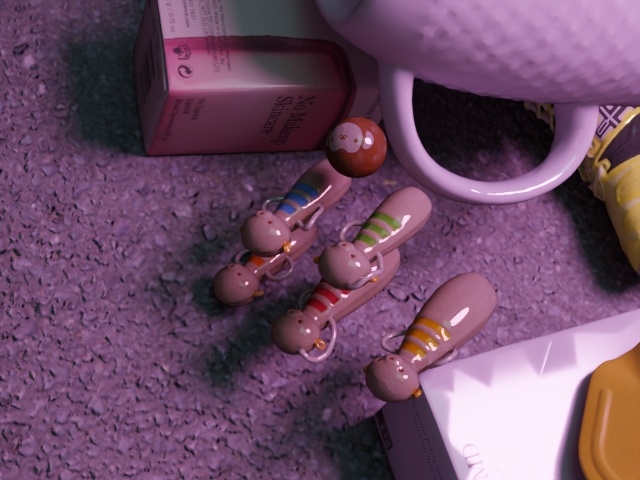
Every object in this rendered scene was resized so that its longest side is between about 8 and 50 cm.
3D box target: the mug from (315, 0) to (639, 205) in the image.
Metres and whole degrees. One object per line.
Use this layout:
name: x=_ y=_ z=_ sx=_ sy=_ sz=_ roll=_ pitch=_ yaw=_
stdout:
mug: x=0.167 y=-0.217 z=1.297 sx=0.328 sy=0.276 sz=0.374 roll=0 pitch=99 yaw=-23

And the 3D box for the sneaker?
sneaker: x=0.293 y=-0.134 z=1.513 sx=0.147 sy=0.145 sz=0.384 roll=-11 pitch=67 yaw=2

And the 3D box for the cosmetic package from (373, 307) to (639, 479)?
cosmetic package: x=0.269 y=0.191 z=1.338 sx=0.385 sy=0.156 sz=0.217 roll=-15 pitch=72 yaw=-22

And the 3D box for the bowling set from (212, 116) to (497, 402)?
bowling set: x=0.000 y=0.000 z=1.264 sx=0.287 sy=0.200 sz=0.154 roll=17 pitch=47 yaw=40

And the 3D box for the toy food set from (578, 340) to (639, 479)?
toy food set: x=0.291 y=0.186 z=1.229 sx=0.128 sy=0.071 sz=0.218 roll=4 pitch=55 yaw=22

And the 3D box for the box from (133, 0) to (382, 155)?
box: x=-0.057 y=-0.170 z=1.402 sx=0.232 sy=0.148 sz=0.126 roll=-3 pitch=70 yaw=-16
